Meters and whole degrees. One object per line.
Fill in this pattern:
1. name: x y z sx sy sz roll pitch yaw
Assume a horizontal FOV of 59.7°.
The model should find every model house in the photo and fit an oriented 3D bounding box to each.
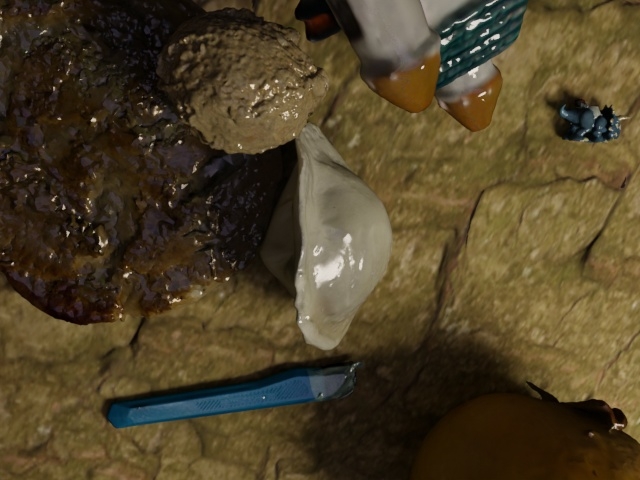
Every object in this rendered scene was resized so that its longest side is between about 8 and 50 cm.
1. model house: 0.055 -0.200 0.475 0.190 0.271 0.300 -33 117 -1

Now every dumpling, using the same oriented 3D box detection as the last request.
1. dumpling: 0.000 0.004 0.550 0.126 0.166 0.215 24 103 15

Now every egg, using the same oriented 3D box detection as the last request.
1. egg: -0.069 -0.136 0.484 0.140 0.116 0.118 22 120 -15

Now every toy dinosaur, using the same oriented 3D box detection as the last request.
1. toy dinosaur: 0.305 -0.134 0.630 0.084 0.030 0.047 4 101 -10

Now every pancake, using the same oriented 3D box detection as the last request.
1. pancake: -0.205 -0.084 0.549 0.357 0.065 0.355 -2 105 -8

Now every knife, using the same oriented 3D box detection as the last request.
1. knife: -0.095 0.178 0.647 0.297 0.026 0.044 -6 101 -5

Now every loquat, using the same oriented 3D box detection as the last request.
1. loquat: 0.241 0.287 0.601 0.275 0.275 0.274 -2 103 -8
